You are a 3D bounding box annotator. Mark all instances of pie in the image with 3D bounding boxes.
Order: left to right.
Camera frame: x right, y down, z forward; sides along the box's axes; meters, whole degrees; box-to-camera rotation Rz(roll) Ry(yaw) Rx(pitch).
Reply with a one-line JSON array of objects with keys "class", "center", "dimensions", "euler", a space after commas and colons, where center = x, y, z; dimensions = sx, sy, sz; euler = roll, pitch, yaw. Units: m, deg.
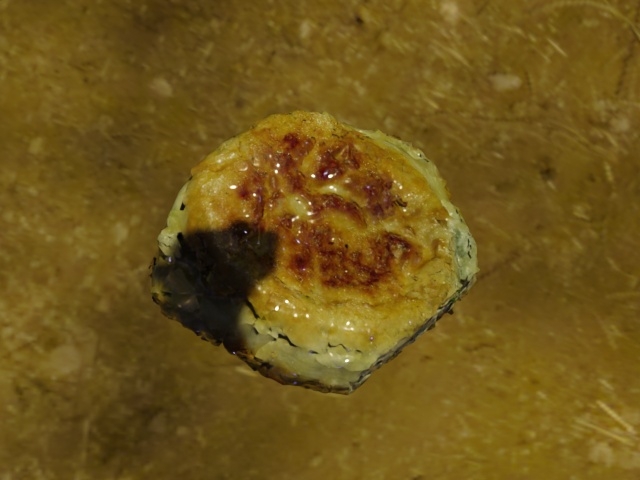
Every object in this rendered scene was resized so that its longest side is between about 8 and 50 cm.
[{"class": "pie", "center": [0.000, 0.000, 1.389], "dimensions": [0.355, 0.103, 0.288], "euler": [-35, 75, -28]}]
